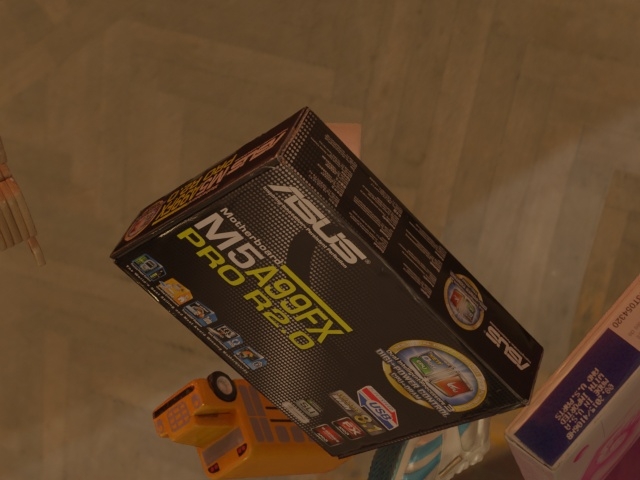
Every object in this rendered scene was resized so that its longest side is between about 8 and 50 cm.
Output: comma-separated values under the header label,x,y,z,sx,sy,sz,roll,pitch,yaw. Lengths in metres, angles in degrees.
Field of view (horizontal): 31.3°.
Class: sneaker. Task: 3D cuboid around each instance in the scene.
label,x,y,z,sx,sy,sz,roll,pitch,yaw
sneaker,0.117,0.212,1.164,0.092,0.087,0.229,27,93,-12

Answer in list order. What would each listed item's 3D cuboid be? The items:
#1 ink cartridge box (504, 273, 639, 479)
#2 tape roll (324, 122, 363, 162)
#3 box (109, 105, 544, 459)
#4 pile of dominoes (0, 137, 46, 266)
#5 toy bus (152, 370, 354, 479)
label,x,y,z,sx,sy,sz,roll,pitch,yaw
ink cartridge box,0.328,0.132,1.160,0.071,0.330,0.324,38,82,27
tape roll,0.000,0.000,1.378,0.100,0.286,0.286,1,117,3
box,0.002,0.048,0.875,0.270,0.060,0.216,45,137,-20
pile of dominoes,-0.336,-0.099,1.080,0.251,0.040,0.196,51,159,37
toy bus,-0.088,0.278,1.703,0.108,0.332,0.130,-36,62,29
